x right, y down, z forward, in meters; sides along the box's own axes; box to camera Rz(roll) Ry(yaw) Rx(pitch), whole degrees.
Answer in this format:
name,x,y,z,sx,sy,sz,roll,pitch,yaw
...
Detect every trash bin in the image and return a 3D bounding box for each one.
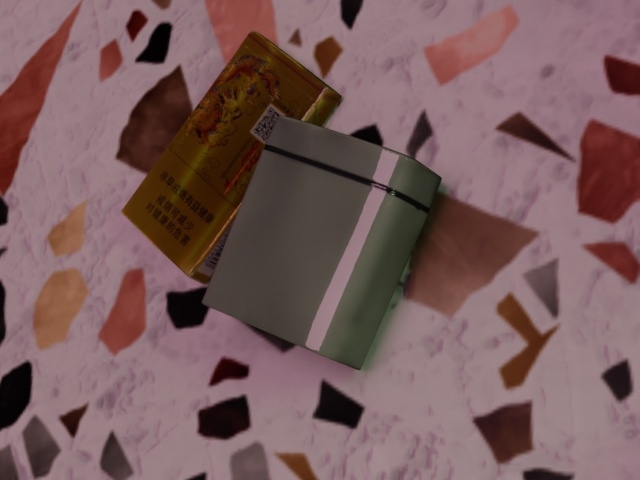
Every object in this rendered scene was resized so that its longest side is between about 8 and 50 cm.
name,x,y,z,sx,sy,sz,roll,pitch,yaw
trash bin,0.000,0.000,1.033,0.116,0.059,0.130,20,86,37

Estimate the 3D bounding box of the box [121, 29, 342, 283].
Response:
name,x,y,z,sx,sy,sz,roll,pitch,yaw
box,-0.061,-0.056,1.117,0.089,0.022,0.156,39,96,35
